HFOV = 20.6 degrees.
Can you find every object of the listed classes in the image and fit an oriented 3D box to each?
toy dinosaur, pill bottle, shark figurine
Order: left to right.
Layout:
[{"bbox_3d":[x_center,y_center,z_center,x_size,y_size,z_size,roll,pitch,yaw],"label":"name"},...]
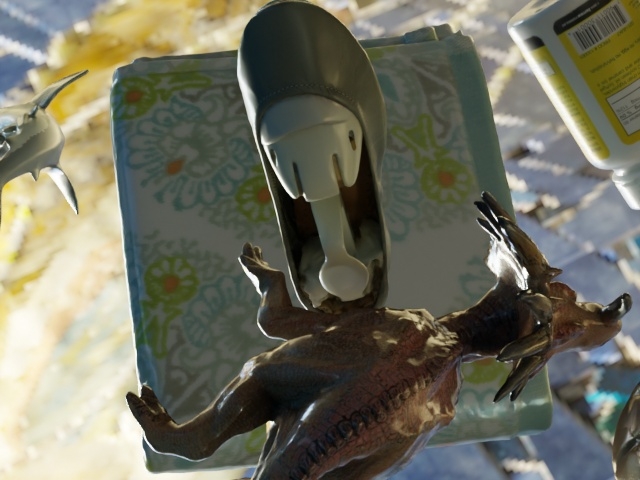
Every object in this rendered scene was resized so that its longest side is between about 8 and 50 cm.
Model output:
[{"bbox_3d":[-0.255,-0.060,1.561,0.116,0.166,0.278,63,179,-17],"label":"shark figurine"},{"bbox_3d":[0.035,0.071,0.894,0.200,0.295,0.127,-14,108,28],"label":"toy dinosaur"},{"bbox_3d":[0.271,-0.140,1.598,0.208,0.119,0.119,57,157,-10],"label":"pill bottle"}]

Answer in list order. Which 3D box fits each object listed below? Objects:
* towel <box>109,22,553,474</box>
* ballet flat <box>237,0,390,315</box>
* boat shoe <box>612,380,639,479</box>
[{"bbox_3d":[0.000,0.000,1.425,0.090,0.320,0.374,91,171,-61],"label":"towel"},{"bbox_3d":[0.005,-0.033,0.936,0.213,0.072,0.068,76,-173,-47],"label":"ballet flat"},{"bbox_3d":[0.261,0.001,0.615,0.123,0.342,0.123,41,-168,-11],"label":"boat shoe"}]
